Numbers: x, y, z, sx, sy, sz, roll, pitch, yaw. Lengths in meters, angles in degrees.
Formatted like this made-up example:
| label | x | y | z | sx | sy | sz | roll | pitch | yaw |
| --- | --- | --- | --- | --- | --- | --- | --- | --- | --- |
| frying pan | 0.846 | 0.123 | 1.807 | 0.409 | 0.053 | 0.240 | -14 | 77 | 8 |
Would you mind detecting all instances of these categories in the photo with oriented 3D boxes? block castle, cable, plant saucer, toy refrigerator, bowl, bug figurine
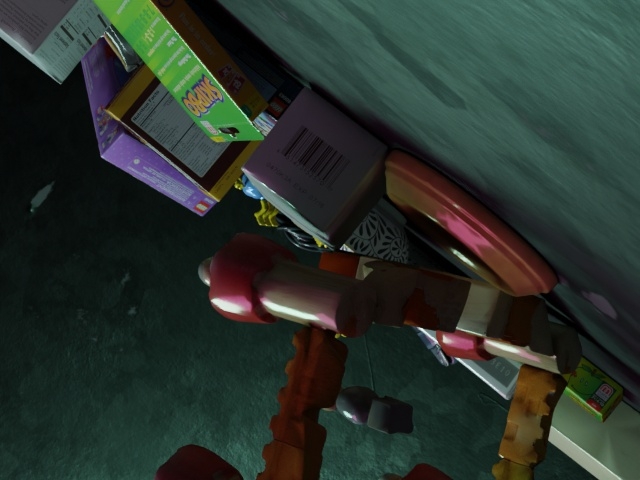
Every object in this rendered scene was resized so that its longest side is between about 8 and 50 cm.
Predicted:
| label | x | y | z | sx | sy | sz | roll | pitch | yaw |
| --- | --- | --- | --- | --- | --- | --- | --- | --- | --- |
| block castle | 0.048 | 0.167 | 1.527 | 0.213 | 0.303 | 0.453 | 15 | -179 | 41 |
| cable | -0.007 | -0.032 | 2.428 | 0.184 | 0.047 | 0.150 | -2 | -132 | -53 |
| plant saucer | 0.134 | -0.009 | 1.406 | 0.200 | 0.037 | 0.200 | 40 | 177 | 2 |
| toy refrigerator | 0.406 | 0.277 | 1.918 | 0.269 | 0.094 | 0.102 | 37 | 169 | 35 |
| bowl | 0.056 | -0.017 | 1.868 | 0.170 | 0.080 | 0.170 | 39 | 178 | 2 |
| bug figurine | 0.000 | 0.000 | 2.074 | 0.216 | 0.072 | 0.279 | 0 | -128 | -56 |

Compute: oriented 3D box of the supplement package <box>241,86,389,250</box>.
| label | x | y | z | sx | sy | sz | roll | pitch | yaw |
| --- | --- | --- | --- | --- | --- | --- | --- | --- | --- |
| supplement package | 0.002 | -0.067 | 1.501 | 0.105 | 0.105 | 0.179 | 37 | 177 | 9 |

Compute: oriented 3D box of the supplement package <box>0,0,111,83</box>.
| label | x | y | z | sx | sy | sz | roll | pitch | yaw |
| --- | --- | --- | --- | --- | --- | --- | --- | --- | --- |
| supplement package | -0.396 | -0.345 | 1.869 | 0.262 | 0.145 | 0.204 | 40 | 177 | 3 |

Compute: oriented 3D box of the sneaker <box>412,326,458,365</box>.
| label | x | y | z | sx | sy | sz | roll | pitch | yaw |
| --- | --- | --- | --- | --- | --- | --- | --- | --- | --- |
| sneaker | 0.169 | 0.117 | 2.311 | 0.163 | 0.086 | 0.226 | 50 | -172 | 7 |

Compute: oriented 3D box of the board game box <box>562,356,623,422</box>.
| label | x | y | z | sx | sy | sz | roll | pitch | yaw |
| --- | --- | --- | --- | --- | --- | --- | --- | --- | --- |
| board game box | 0.288 | 0.148 | 1.841 | 0.181 | 0.043 | 0.092 | 39 | 178 | 17 |

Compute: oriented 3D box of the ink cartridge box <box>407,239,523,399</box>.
| label | x | y | z | sx | sy | sz | roll | pitch | yaw |
| --- | --- | --- | --- | --- | --- | --- | --- | --- | --- |
| ink cartridge box | 0.199 | 0.094 | 2.043 | 0.275 | 0.060 | 0.239 | 39 | -161 | 17 |

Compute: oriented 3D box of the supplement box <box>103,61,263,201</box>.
| label | x | y | z | sx | sy | sz | roll | pitch | yaw |
| --- | --- | --- | --- | --- | --- | --- | --- | --- | --- |
| supplement box | -0.185 | -0.169 | 2.078 | 0.194 | 0.129 | 0.191 | 40 | 178 | -11 |

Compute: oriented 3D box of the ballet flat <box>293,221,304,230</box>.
| label | x | y | z | sx | sy | sz | roll | pitch | yaw |
| --- | --- | --- | --- | --- | --- | --- | --- | --- | --- |
| ballet flat | -0.033 | -0.071 | 2.354 | 0.206 | 0.073 | 0.067 | 34 | 148 | 26 |

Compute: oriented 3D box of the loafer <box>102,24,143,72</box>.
| label | x | y | z | sx | sy | sz | roll | pitch | yaw |
| --- | --- | --- | --- | --- | --- | --- | --- | --- | --- |
| loafer | -0.312 | -0.312 | 2.143 | 0.170 | 0.061 | 0.062 | 41 | 178 | -17 |

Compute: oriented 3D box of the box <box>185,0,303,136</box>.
| label | x | y | z | sx | sy | sz | roll | pitch | yaw |
| --- | --- | --- | --- | --- | --- | --- | --- | --- | --- |
| box | -0.076 | -0.163 | 1.605 | 0.159 | 0.044 | 0.233 | 38 | 177 | 11 |

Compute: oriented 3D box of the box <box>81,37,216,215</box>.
| label | x | y | z | sx | sy | sz | roll | pitch | yaw |
| --- | --- | --- | --- | --- | --- | --- | --- | --- | --- |
| box | -0.264 | -0.185 | 2.317 | 0.201 | 0.057 | 0.293 | 32 | -156 | -35 |

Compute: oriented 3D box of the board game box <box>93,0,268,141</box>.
| label | x | y | z | sx | sy | sz | roll | pitch | yaw |
| --- | --- | --- | --- | --- | --- | --- | --- | --- | --- |
| board game box | -0.151 | -0.200 | 1.456 | 0.259 | 0.039 | 0.124 | 53 | 159 | -21 |
